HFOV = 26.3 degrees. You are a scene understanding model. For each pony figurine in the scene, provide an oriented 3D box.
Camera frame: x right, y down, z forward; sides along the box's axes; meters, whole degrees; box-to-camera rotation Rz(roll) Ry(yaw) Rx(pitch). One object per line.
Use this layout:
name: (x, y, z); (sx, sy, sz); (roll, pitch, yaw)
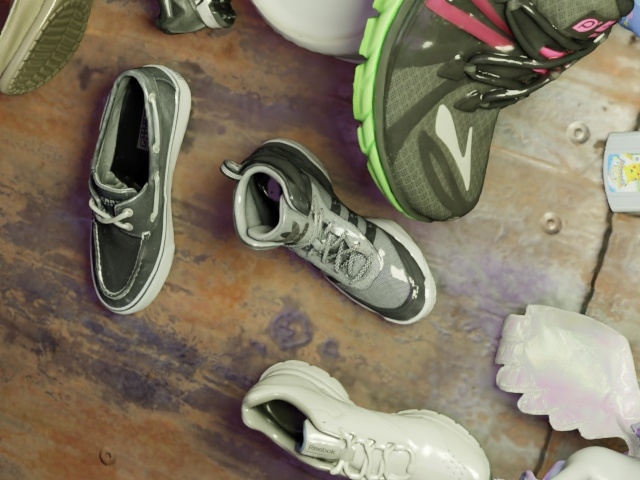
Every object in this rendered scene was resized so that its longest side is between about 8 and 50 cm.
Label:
pony figurine: (0.281, 0.239, 1.323); (0.351, 0.363, 0.303); (1, 106, 39)

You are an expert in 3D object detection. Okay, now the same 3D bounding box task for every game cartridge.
game cartridge: (0.318, -0.070, 1.403); (0.056, 0.017, 0.083); (-1, 98, 27)

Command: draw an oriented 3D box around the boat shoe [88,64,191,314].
boat shoe: (-0.224, -0.054, 1.588); (0.108, 0.102, 0.301); (19, 105, 19)

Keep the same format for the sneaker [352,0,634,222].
sneaker: (0.170, -0.208, 1.245); (0.202, 0.185, 0.483); (31, 125, 23)

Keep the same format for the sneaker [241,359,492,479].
sneaker: (0.042, 0.229, 1.504); (0.297, 0.129, 0.111); (18, 103, 19)

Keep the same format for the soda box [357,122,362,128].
soda box: (0.125, -0.161, 1.446); (0.181, 0.061, 0.058); (-45, 81, 22)

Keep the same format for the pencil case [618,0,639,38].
pencil case: (0.304, -0.269, 1.324); (0.306, 0.119, 0.133); (40, 132, 12)

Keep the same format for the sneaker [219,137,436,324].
sneaker: (0.000, 0.000, 1.474); (0.268, 0.153, 0.101); (44, 112, 11)

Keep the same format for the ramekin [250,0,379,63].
ramekin: (0.033, -0.311, 1.411); (0.272, 0.127, 0.273); (8, 106, 29)

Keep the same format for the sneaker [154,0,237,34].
sneaker: (-0.180, -0.337, 1.541); (0.106, 0.078, 0.234); (-17, 93, 22)

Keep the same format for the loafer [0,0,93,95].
loafer: (-0.318, -0.296, 1.600); (0.092, 0.102, 0.269); (33, 100, 17)
